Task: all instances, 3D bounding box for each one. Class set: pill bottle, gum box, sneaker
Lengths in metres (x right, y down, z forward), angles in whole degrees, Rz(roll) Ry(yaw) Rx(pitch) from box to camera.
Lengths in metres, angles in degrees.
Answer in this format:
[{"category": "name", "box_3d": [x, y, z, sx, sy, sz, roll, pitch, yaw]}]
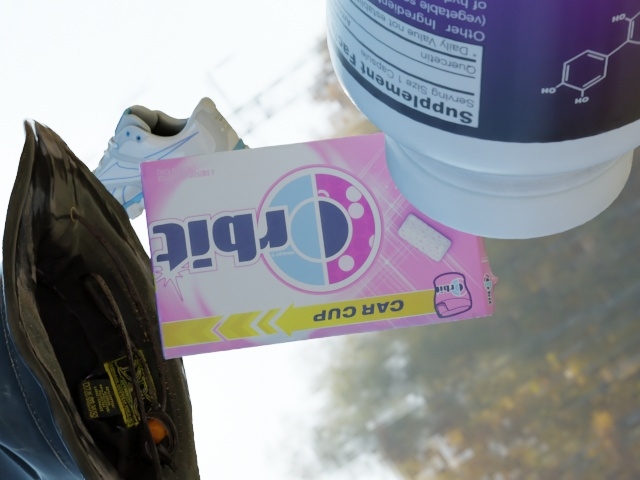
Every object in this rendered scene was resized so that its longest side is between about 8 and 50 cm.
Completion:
[{"category": "pill bottle", "box_3d": [0.091, -0.157, 0.869, 0.323, 0.181, 0.181, 87, 165, -45]}, {"category": "gum box", "box_3d": [0.000, 0.000, 1.081, 0.062, 0.188, 0.107, 151, 112, -85]}, {"category": "sneaker", "box_3d": [-0.149, -0.063, 1.542, 0.083, 0.190, 0.071, 61, -160, -23]}]

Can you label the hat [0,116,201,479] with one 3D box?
[{"category": "hat", "box_3d": [-0.176, 0.084, 1.209, 0.331, 0.134, 0.331, -17, -90, -82]}]
